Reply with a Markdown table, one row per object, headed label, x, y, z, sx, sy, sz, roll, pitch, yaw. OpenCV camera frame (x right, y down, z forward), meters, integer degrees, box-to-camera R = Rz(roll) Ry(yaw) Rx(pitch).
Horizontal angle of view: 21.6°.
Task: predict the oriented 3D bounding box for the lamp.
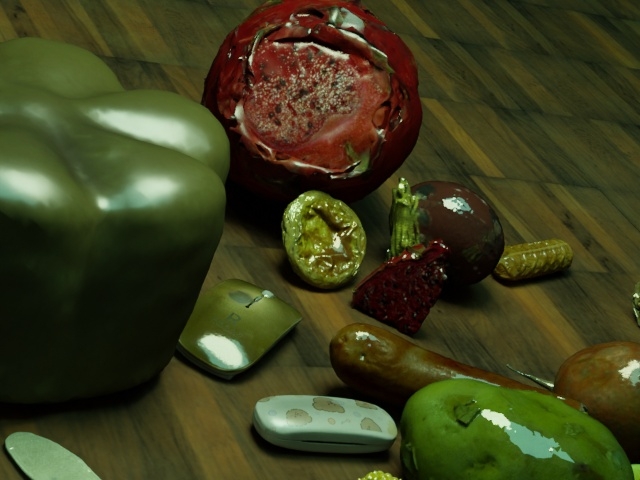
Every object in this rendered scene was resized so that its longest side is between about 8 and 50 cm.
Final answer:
| label | x | y | z | sx | sy | sz | roll | pitch | yaw |
| --- | --- | --- | --- | --- | --- | --- | --- | --- | --- |
| lamp | 0.156 | 0.001 | 2.163 | 0.157 | 0.156 | 0.135 | 21 | 66 | 22 |

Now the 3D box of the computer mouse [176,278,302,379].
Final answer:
| label | x | y | z | sx | sy | sz | roll | pitch | yaw |
| --- | --- | --- | --- | --- | --- | --- | --- | --- | --- |
| computer mouse | -0.090 | 0.093 | 1.907 | 0.102 | 0.045 | 0.199 | 31 | 29 | 13 |

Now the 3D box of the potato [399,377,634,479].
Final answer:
| label | x | y | z | sx | sy | sz | roll | pitch | yaw |
| --- | --- | --- | --- | --- | --- | --- | --- | --- | --- |
| potato | 0.201 | 0.232 | 1.751 | 0.253 | 0.149 | 0.186 | 27 | 16 | 23 |

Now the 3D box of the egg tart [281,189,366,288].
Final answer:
| label | x | y | z | sx | sy | sz | roll | pitch | yaw |
| --- | --- | --- | --- | --- | --- | --- | --- | --- | --- |
| egg tart | 0.000 | 0.000 | 2.096 | 0.130 | 0.130 | 0.052 | 9 | -16 | -34 |

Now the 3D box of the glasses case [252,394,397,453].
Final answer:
| label | x | y | z | sx | sy | sz | roll | pitch | yaw |
| --- | --- | --- | --- | --- | --- | --- | --- | --- | --- |
| glasses case | 0.005 | 0.196 | 1.787 | 0.164 | 0.041 | 0.063 | 8 | 30 | -26 |

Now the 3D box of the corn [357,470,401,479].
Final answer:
| label | x | y | z | sx | sy | sz | roll | pitch | yaw |
| --- | --- | --- | --- | --- | --- | --- | --- | --- | --- |
| corn | 0.130 | 0.316 | 1.614 | 0.248 | 0.081 | 0.081 | 34 | 29 | 24 |

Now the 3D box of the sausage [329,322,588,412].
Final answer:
| label | x | y | z | sx | sy | sz | roll | pitch | yaw |
| --- | --- | --- | --- | --- | --- | --- | --- | --- | --- |
| sausage | 0.150 | 0.169 | 1.883 | 0.302 | 0.103 | 0.076 | 19 | 72 | -3 |

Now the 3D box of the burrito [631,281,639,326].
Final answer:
| label | x | y | z | sx | sy | sz | roll | pitch | yaw |
| --- | --- | --- | --- | --- | --- | --- | --- | --- | --- |
| burrito | 0.577 | 0.126 | 2.263 | 0.299 | 0.105 | 0.143 | 14 | 18 | -11 |

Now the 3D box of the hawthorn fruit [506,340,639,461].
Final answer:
| label | x | y | z | sx | sy | sz | roll | pitch | yaw |
| --- | --- | --- | --- | --- | --- | --- | --- | --- | --- |
| hawthorn fruit | 0.333 | 0.190 | 1.964 | 0.189 | 0.149 | 0.149 | -11 | 5 | 38 |

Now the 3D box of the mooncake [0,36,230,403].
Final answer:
| label | x | y | z | sx | sy | sz | roll | pitch | yaw |
| --- | --- | --- | --- | --- | --- | --- | --- | --- | --- |
| mooncake | -0.325 | -0.044 | 1.756 | 0.467 | 0.262 | 0.467 | 15 | 27 | -8 |

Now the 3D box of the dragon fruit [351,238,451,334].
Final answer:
| label | x | y | z | sx | sy | sz | roll | pitch | yaw |
| --- | --- | --- | --- | --- | --- | --- | --- | --- | --- |
| dragon fruit | 0.109 | 0.041 | 2.059 | 0.097 | 0.131 | 0.063 | 33 | 24 | 8 |

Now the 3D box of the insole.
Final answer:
| label | x | y | z | sx | sy | sz | roll | pitch | yaw |
| --- | --- | --- | --- | --- | --- | --- | --- | --- | --- |
| insole | -0.224 | 0.237 | 1.584 | 0.192 | 0.010 | 0.063 | 31 | 28 | 20 |

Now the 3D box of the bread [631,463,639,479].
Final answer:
| label | x | y | z | sx | sy | sz | roll | pitch | yaw |
| --- | --- | --- | --- | --- | --- | --- | --- | --- | --- |
| bread | 0.350 | 0.299 | 1.813 | 0.130 | 0.071 | 0.139 | 22 | 28 | 8 |

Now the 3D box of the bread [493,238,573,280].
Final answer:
| label | x | y | z | sx | sy | sz | roll | pitch | yaw |
| --- | --- | --- | --- | --- | --- | --- | --- | --- | --- |
| bread | 0.291 | 0.026 | 2.302 | 0.157 | 0.044 | 0.052 | -9 | 37 | -45 |

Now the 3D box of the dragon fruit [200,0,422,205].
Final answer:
| label | x | y | z | sx | sy | sz | roll | pitch | yaw |
| --- | --- | --- | --- | --- | --- | --- | --- | --- | --- |
| dragon fruit | -0.018 | -0.180 | 2.192 | 0.295 | 0.296 | 0.301 | 10 | 8 | -21 |
